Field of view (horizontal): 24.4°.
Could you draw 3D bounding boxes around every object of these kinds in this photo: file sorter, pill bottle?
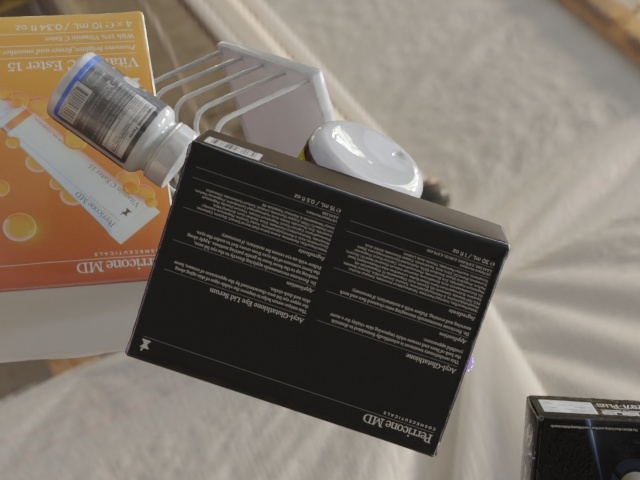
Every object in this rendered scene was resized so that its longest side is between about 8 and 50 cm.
[{"bbox_3d":[-0.111,-0.138,2.030,0.173,0.193,0.277,-27,-153,-21],"label":"file sorter"},{"bbox_3d":[-0.193,-0.117,1.454,0.137,0.078,0.078,36,-127,-1],"label":"pill bottle"},{"bbox_3d":[0.000,0.000,1.406,0.117,0.215,0.117,22,-148,-15],"label":"pill bottle"}]

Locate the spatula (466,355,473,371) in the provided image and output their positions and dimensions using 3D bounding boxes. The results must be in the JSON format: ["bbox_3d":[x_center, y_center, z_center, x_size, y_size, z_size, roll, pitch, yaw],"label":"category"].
[{"bbox_3d":[0.039,0.119,1.756,0.296,0.030,0.084,3,-139,-8],"label":"spatula"}]

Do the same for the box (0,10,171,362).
[{"bbox_3d":[-0.282,-0.061,1.604,0.215,0.168,0.345,-5,-119,-14],"label":"box"}]

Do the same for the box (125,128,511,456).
[{"bbox_3d":[-0.002,0.039,1.193,0.261,0.184,0.103,19,-170,0],"label":"box"}]

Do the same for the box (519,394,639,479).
[{"bbox_3d":[0.292,0.237,1.469,0.180,0.147,0.077,3,-169,-1],"label":"box"}]
